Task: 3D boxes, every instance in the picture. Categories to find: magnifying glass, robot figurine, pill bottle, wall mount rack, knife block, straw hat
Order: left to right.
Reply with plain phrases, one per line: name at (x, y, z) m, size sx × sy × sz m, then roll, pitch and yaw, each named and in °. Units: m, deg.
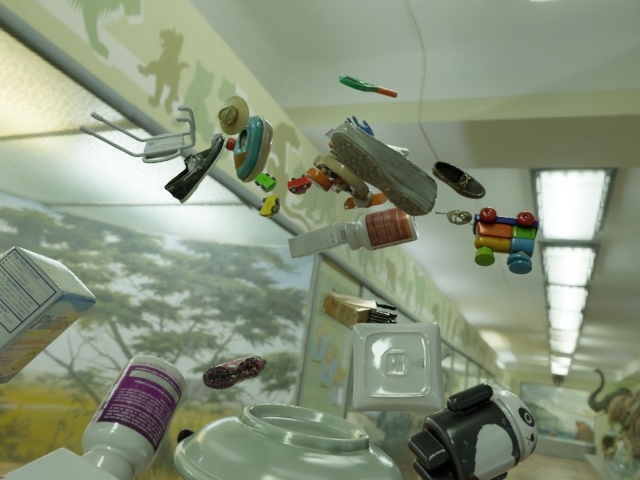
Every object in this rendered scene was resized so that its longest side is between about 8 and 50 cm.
pill bottle at (-0.437, 0.425, 1.314) m, size 0.170 × 0.301 × 0.169 m, roll 5°, pitch -55°, yaw 8°
wall mount rack at (-0.527, -0.321, 1.704) m, size 0.305 × 0.130 × 0.350 m, roll -10°, pitch 23°, yaw -8°
straw hat at (-0.323, -0.440, 2.011) m, size 0.145 × 0.144 × 0.061 m, roll -1°, pitch 1°, yaw 34°
knife block at (0.178, 0.289, 2.366) m, size 0.242 × 0.088 × 0.276 m, roll -3°, pitch 22°, yaw -44°
magnifying glass at (0.152, -0.479, 1.797) m, size 0.231 × 0.026 × 0.092 m, roll 1°, pitch 31°, yaw -38°
pill bottle at (0.196, -0.036, 1.841) m, size 0.216 × 0.121 × 0.121 m, roll -13°, pitch -19°, yaw 13°
robot figurine at (0.337, 0.438, 1.256) m, size 0.279 × 0.173 × 0.209 m, roll -19°, pitch -34°, yaw -15°

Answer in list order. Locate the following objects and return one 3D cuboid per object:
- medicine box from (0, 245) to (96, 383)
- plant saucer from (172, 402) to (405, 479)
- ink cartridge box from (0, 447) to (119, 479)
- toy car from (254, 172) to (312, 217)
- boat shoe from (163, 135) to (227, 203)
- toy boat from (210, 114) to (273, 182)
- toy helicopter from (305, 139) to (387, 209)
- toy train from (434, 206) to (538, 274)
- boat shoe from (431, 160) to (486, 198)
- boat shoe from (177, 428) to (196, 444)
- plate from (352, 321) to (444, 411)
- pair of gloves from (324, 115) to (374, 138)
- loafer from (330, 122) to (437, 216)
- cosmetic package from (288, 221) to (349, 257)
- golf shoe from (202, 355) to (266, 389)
medicine box at (-0.685, 0.174, 1.269) m, size 0.149 × 0.289 × 0.263 m, roll 46°, pitch -11°, yaw 2°
plant saucer at (-0.034, 0.344, 0.944) m, size 0.401 × 0.100 × 0.400 m, roll 11°, pitch -6°, yaw 1°
ink cartridge box at (-0.521, 0.606, 0.981) m, size 0.161 × 0.384 × 0.279 m, roll 15°, pitch 12°, yaw 25°
toy car at (-0.162, -0.184, 2.100) m, size 0.225 × 0.239 × 0.053 m, roll 37°, pitch -21°, yaw 44°
boat shoe at (-0.357, -0.218, 1.663) m, size 0.079 × 0.233 × 0.084 m, roll 40°, pitch -3°, yaw -22°
toy boat at (-0.317, -0.371, 2.281) m, size 0.148 × 0.267 × 0.318 m, roll 8°, pitch 9°, yaw -35°
toy helicopter at (0.073, -0.175, 1.751) m, size 0.235 × 0.140 × 0.355 m, roll 37°, pitch -2°, yaw -8°
toy train at (0.394, 0.001, 1.394) m, size 0.248 × 0.143 × 0.105 m, roll 8°, pitch -39°, yaw 13°
boat shoe at (0.529, -0.230, 2.193) m, size 0.228 × 0.081 × 0.068 m, roll 31°, pitch -4°, yaw 11°
boat shoe at (-0.279, 0.542, 1.434) m, size 0.190 × 0.068 × 0.072 m, roll 36°, pitch 3°, yaw 26°
plate at (0.235, 0.383, 1.769) m, size 0.278 × 0.277 × 0.045 m, roll -2°, pitch -25°, yaw 9°
pair of gloves at (0.111, -0.329, 1.883) m, size 0.159 × 0.198 × 0.023 m, roll 46°, pitch -35°, yaw 11°
loafer at (0.157, -0.180, 1.362) m, size 0.320 × 0.111 × 0.112 m, roll 37°, pitch -25°, yaw -28°
cosmetic package at (0.000, 0.000, 2.187) m, size 0.231 × 0.085 × 0.117 m, roll -16°, pitch -6°, yaw 36°
golf shoe at (-0.237, 0.369, 1.605) m, size 0.186 × 0.067 × 0.086 m, roll -16°, pitch -6°, yaw 11°
